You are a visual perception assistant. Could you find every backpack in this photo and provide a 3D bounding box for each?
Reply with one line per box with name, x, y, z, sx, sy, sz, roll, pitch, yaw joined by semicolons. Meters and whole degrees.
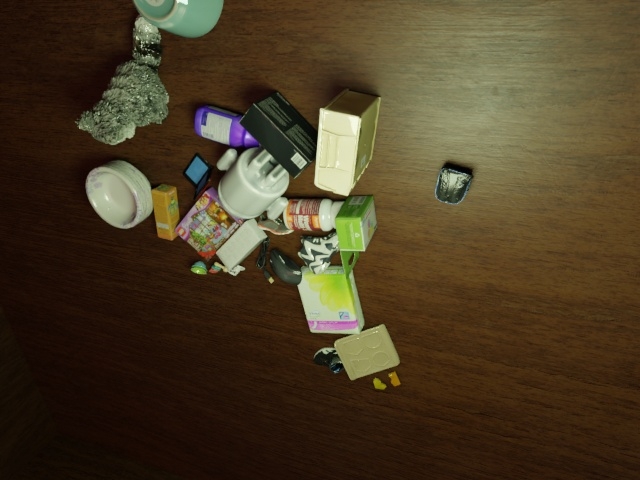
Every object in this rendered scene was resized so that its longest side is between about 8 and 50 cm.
backpack;0.430;-0.181;1.556;0.105;0.084;0.114;18;119;13

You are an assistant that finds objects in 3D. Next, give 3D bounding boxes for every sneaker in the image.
sneaker;0.040;0.537;2.128;0.217;0.121;0.079;-22;107;32
sneaker;-0.180;-0.068;1.907;0.158;0.061;0.064;11;116;16
sneaker;0.000;0.000;1.844;0.153;0.094;0.234;39;114;17

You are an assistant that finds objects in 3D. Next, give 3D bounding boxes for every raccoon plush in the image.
raccoon plush;-0.725;-0.555;1.707;0.216;0.299;0.445;13;122;17

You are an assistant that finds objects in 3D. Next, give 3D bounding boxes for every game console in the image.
game console;-0.497;-0.253;1.922;0.085;0.124;0.144;26;131;-26

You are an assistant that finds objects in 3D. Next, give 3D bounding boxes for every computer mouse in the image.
computer mouse;-0.185;0.122;1.960;0.262;0.060;0.184;42;133;29

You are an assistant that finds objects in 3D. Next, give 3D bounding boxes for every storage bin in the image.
storage bin;0.087;-0.314;1.519;0.123;0.262;0.260;14;123;13

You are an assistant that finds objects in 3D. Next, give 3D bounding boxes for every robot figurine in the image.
robot figurine;-0.247;-0.201;1.744;0.300;0.199;0.353;48;142;-8

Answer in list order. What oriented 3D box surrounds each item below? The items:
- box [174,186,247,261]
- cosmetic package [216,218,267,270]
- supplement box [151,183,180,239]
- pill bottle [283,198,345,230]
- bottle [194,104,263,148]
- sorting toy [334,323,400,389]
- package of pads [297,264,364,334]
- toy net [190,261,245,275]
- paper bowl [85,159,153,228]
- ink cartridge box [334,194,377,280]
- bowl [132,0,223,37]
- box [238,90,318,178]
box;-0.469;-0.063;2.034;0.201;0.057;0.293;44;126;-6
cosmetic package;-0.330;0.018;1.997;0.239;0.060;0.098;-40;86;34
supplement box;-0.663;-0.122;2.073;0.080;0.078;0.233;12;123;17
pill bottle;-0.016;-0.095;1.779;0.221;0.121;0.121;2;119;23
bottle;-0.316;-0.402;1.746;0.283;0.092;0.118;19;123;12
sorting toy;0.216;0.511;2.048;0.229;0.041;0.307;-22;110;6
package of pads;0.037;0.241;1.967;0.229;0.101;0.296;-2;115;25
toy net;-0.449;0.136;2.129;0.233;0.045;0.122;5;154;7
paper bowl;-0.843;-0.206;2.058;0.285;0.148;0.284;11;123;17
ink cartridge box;0.139;-0.010;1.722;0.097;0.188;0.255;0;120;22
bowl;-0.485;-0.806;1.540;0.312;0.163;0.311;10;122;17
box;-0.118;-0.361;1.628;0.261;0.184;0.103;45;128;-6
